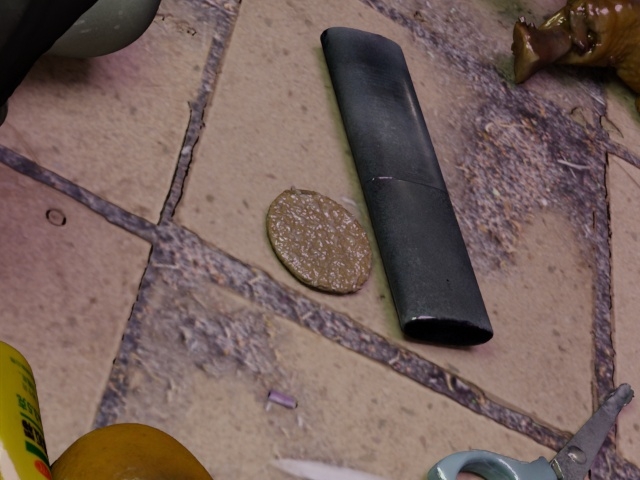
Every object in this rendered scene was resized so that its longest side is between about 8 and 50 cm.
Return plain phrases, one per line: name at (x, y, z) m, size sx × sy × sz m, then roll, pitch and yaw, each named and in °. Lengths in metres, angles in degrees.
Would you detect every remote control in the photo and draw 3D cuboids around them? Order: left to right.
remote control at (0.082, -0.063, 1.451) m, size 0.107 × 0.044 × 0.378 m, roll 8°, pitch 51°, yaw -29°

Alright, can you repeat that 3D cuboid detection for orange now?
orange at (-0.126, 0.202, 1.004) m, size 0.170 × 0.112 × 0.160 m, roll 37°, pitch 39°, yaw 11°

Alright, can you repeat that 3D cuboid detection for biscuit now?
biscuit at (0.000, 0.000, 1.349) m, size 0.120 × 0.015 × 0.120 m, roll 22°, pitch 45°, yaw -24°

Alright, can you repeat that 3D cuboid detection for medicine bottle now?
medicine bottle at (-0.204, 0.180, 0.940) m, size 0.064 × 0.095 × 0.260 m, roll -14°, pitch 48°, yaw -8°

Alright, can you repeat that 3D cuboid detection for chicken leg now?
chicken leg at (0.399, -0.243, 1.801) m, size 0.409 × 0.182 × 0.295 m, roll -23°, pitch 87°, yaw -39°

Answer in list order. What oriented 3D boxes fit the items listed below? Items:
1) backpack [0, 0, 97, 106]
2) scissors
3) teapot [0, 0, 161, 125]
backpack at (-0.287, -0.189, 0.959) m, size 0.255 × 0.445 × 0.363 m, roll 12°, pitch 52°, yaw -53°
scissors at (0.229, 0.216, 1.336) m, size 0.191 × 0.029 × 0.360 m, roll 46°, pitch 40°, yaw 6°
teapot at (-0.254, -0.196, 1.207) m, size 0.183 × 0.183 × 0.251 m, roll 38°, pitch 52°, yaw -6°
